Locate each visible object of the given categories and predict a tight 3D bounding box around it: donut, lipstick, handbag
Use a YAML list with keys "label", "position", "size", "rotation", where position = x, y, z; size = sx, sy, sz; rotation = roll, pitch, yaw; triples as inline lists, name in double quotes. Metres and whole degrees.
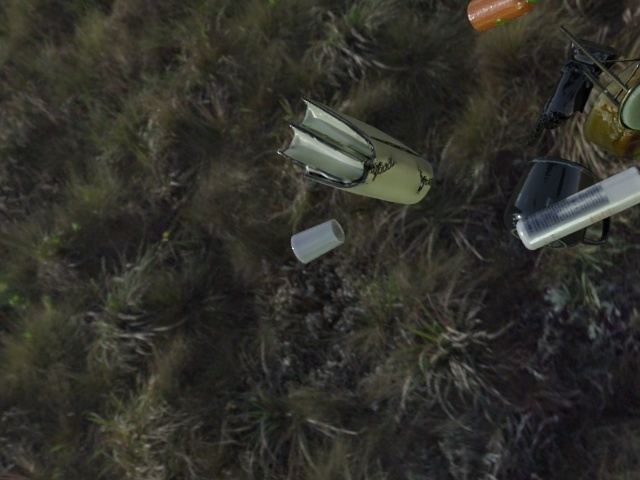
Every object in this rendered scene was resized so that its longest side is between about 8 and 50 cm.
- label: "donut"
  position: [0.731, -0.289, 1.361]
  size: [0.330, 0.330, 0.160]
  rotation: [-40, 65, 8]
- label: "lipstick"
  position: [0.291, -0.034, 0.713]
  size: [0.141, 0.040, 0.040]
  rotation: [-27, 57, 23]
- label: "handbag"
  position: [0.096, -0.187, 1.480]
  size: [0.236, 0.358, 0.160]
  rotation: [31, 103, 27]

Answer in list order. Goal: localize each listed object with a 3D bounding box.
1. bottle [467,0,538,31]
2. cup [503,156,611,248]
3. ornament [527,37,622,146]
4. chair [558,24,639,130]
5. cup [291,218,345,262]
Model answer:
- label: "bottle"
  position: [0.377, -0.464, 1.228]
  size: [0.187, 0.069, 0.069]
  rotation: [-7, 63, 52]
- label: "cup"
  position: [0.516, -0.072, 1.361]
  size: [0.223, 0.169, 0.177]
  rotation: [19, 81, -3]
- label: "ornament"
  position: [0.575, -0.330, 1.467]
  size: [0.106, 0.251, 0.260]
  rotation: [31, 121, 18]
- label: "chair"
  position: [0.489, -0.214, 0.875]
  size: [0.170, 0.160, 0.326]
  rotation: [-35, 54, 21]
- label: "cup"
  position: [0.000, 0.000, 1.509]
  size: [0.116, 0.104, 0.074]
  rotation: [-26, 79, 24]
